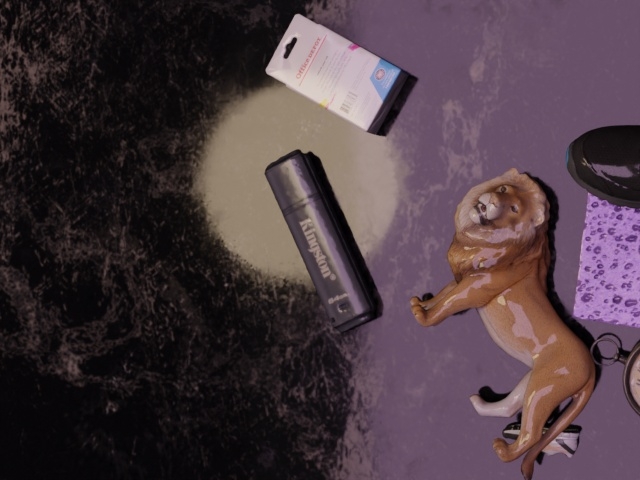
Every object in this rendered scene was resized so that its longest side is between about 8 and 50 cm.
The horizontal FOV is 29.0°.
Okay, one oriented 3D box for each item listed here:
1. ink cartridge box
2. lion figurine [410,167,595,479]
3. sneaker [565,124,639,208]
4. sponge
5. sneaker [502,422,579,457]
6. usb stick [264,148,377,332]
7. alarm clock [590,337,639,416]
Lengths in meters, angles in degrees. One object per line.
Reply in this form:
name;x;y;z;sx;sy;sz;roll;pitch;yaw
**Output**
ink cartridge box;0.024;-0.245;1.814;0.181;0.061;0.104;32;99;13
lion figurine;0.278;0.115;1.710;0.240;0.142;0.392;-31;88;6
sneaker;0.496;-0.115;1.622;0.341;0.139;0.125;6;63;12
sponge;0.421;0.013;1.717;0.117;0.031;0.210;8;92;15
sneaker;0.311;0.284;1.751;0.109;0.040;0.043;4;101;20
usb stick;0.000;0.000;1.835;0.077;0.045;0.278;-25;84;15
alarm clock;0.462;0.181;1.689;0.192;0.064;0.129;22;100;10
